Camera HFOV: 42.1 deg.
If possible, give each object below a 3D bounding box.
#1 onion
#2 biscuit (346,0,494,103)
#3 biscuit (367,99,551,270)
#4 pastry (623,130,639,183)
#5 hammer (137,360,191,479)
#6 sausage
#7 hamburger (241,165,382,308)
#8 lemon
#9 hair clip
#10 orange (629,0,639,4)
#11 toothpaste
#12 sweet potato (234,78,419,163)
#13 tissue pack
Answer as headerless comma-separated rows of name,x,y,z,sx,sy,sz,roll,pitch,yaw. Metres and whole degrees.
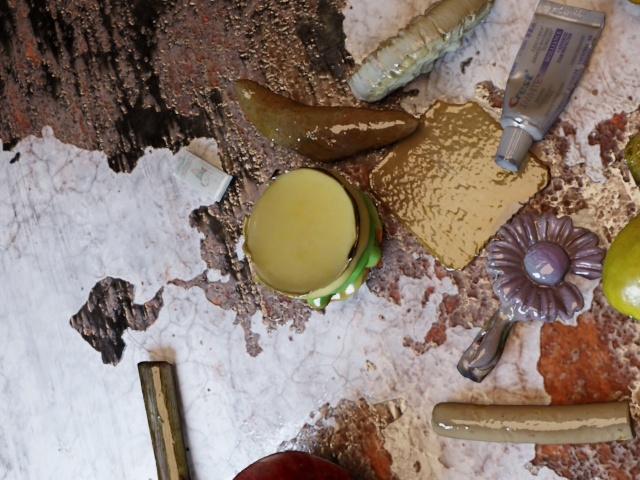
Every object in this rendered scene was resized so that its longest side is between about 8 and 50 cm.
onion,-0.039,0.466,1.273,0.276,0.276,0.276,-2,84,21
biscuit,0.154,-0.308,1.331,0.281,0.179,0.084,-34,95,23
biscuit,0.219,-0.101,1.361,0.232,0.013,0.237,-47,72,12
pastry,0.506,-0.124,1.229,0.109,0.057,0.097,6,82,20
hammer,-0.256,0.408,1.472,0.242,0.095,0.409,-17,74,19
sausage,0.316,0.275,1.262,0.301,0.066,0.066,-5,83,23
hamburger,0.000,0.000,1.367,0.237,0.149,0.237,-6,77,27
lemon,0.496,0.029,1.160,0.170,0.170,0.207,44,99,19
hair clip,0.304,0.093,1.279,0.173,0.069,0.300,35,97,21
orange,0.494,-0.460,1.148,0.274,0.274,0.274,-2,84,21
toothpaste,0.345,-0.241,1.301,0.099,0.068,0.282,24,86,-6
sweet potato,-0.001,-0.190,1.413,0.341,0.092,0.114,15,99,22
tissue pack,-0.217,-0.119,1.528,0.108,0.023,0.056,30,96,20
